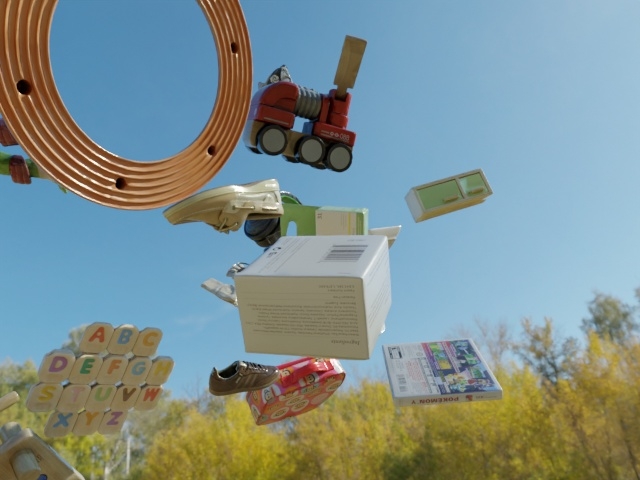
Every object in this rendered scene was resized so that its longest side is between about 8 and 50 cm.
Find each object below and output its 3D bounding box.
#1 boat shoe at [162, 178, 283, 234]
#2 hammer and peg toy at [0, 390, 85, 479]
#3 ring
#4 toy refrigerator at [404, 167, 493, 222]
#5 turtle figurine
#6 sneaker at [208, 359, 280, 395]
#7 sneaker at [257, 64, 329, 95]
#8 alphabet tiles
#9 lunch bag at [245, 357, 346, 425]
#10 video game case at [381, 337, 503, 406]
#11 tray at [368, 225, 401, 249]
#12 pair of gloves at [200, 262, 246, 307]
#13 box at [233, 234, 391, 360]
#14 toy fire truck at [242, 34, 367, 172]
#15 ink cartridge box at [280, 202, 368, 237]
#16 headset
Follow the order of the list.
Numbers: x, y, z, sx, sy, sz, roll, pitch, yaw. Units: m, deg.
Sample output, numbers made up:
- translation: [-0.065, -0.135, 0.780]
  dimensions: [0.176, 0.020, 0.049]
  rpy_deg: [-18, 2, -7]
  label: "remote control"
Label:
- translation: [-0.203, -0.066, 1.151]
  dimensions: [0.109, 0.098, 0.302]
  rpy_deg: [-16, 1, 45]
  label: "boat shoe"
- translation: [-0.592, 0.446, 0.905]
  dimensions: [0.266, 0.127, 0.361]
  rpy_deg: [-34, -40, -26]
  label: "hammer and peg toy"
- translation: [-0.205, -0.201, 0.591]
  dimensions: [0.032, 0.337, 0.336]
  rpy_deg: [13, -14, 36]
  label: "ring"
- translation: [0.433, -0.154, 1.734]
  dimensions: [0.269, 0.102, 0.094]
  rpy_deg: [-16, -17, -15]
  label: "toy refrigerator"
- translation: [-0.536, -0.111, 0.772]
  dimensions: [0.266, 0.198, 0.274]
  rpy_deg: [-4, 12, -15]
  label: "turtle figurine"
- translation: [-0.185, 0.333, 1.285]
  dimensions: [0.188, 0.066, 0.071]
  rpy_deg: [-8, -68, -31]
  label: "sneaker"
- translation: [-0.058, -0.404, 1.359]
  dimensions: [0.228, 0.132, 0.086]
  rpy_deg: [-11, -6, -19]
  label: "sneaker"
- translation: [-0.458, 0.304, 1.098]
  dimensions: [0.284, 0.021, 0.278]
  rpy_deg: [18, -78, -44]
  label: "alphabet tiles"
- translation: [-0.072, 0.449, 1.595]
  dimensions: [0.293, 0.120, 0.258]
  rpy_deg: [-10, -34, -30]
  label: "lunch bag"
- translation: [0.215, 0.240, 0.955]
  dimensions: [0.183, 0.023, 0.201]
  rpy_deg: [-5, 14, 2]
  label: "video game case"
- translation: [0.141, 0.063, 1.578]
  dimensions: [0.145, 0.030, 0.270]
  rpy_deg: [-6, -40, -38]
  label: "tray"
- translation: [-0.322, 0.173, 2.021]
  dimensions: [0.240, 0.204, 0.042]
  rpy_deg: [-27, -42, -52]
  label: "pair of gloves"
- translation: [-0.001, 0.074, 0.741]
  dimensions: [0.181, 0.119, 0.181]
  rpy_deg: [-1, 17, 18]
  label: "box"
- translation: [-0.017, -0.271, 1.003]
  dimensions: [0.216, 0.247, 0.158]
  rpy_deg: [11, 6, -24]
  label: "toy fire truck"
- translation: [0.000, 0.000, 1.269]
  dimensions: [0.234, 0.171, 0.056]
  rpy_deg: [5, 18, 18]
  label: "ink cartridge box"
- translation: [-0.122, 0.000, 1.609]
  dimensions: [0.185, 0.394, 0.244]
  rpy_deg: [-12, -62, 35]
  label: "headset"
